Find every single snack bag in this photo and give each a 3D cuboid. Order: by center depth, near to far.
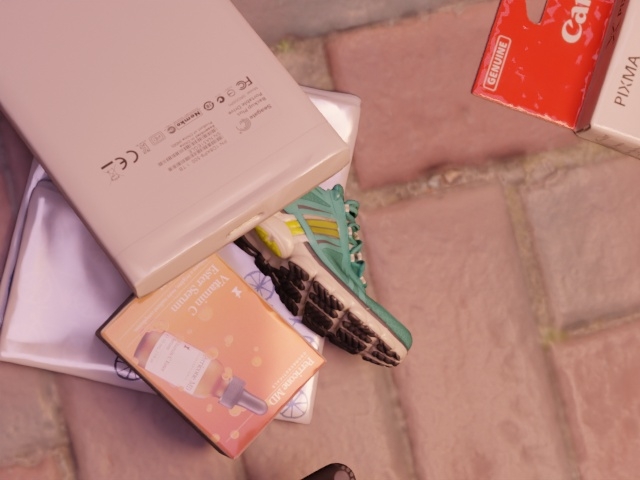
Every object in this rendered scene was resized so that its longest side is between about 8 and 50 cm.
[{"bbox_3d":[-0.129,-0.018,1.781,0.323,0.037,0.342,14,82,-8],"label":"snack bag"}]

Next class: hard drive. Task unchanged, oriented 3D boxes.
[{"bbox_3d":[-0.169,-0.143,1.711,0.233,0.047,0.353,-33,68,-12],"label":"hard drive"}]

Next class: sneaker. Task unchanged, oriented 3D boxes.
[{"bbox_3d":[0.000,0.000,1.735,0.110,0.107,0.275,-39,90,-22],"label":"sneaker"}]

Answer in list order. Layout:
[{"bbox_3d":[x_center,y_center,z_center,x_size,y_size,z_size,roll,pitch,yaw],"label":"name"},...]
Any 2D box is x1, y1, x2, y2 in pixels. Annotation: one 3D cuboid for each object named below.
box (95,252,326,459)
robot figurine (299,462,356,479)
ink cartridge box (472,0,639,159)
[{"bbox_3d":[-0.103,0.098,1.712,0.170,0.091,0.130,44,81,-6],"label":"box"},{"bbox_3d":[0.019,0.334,1.687,0.278,0.173,0.209,-21,64,-35],"label":"robot figurine"},{"bbox_3d":[0.310,-0.236,1.871,0.239,0.060,0.275,20,82,-9],"label":"ink cartridge box"}]
